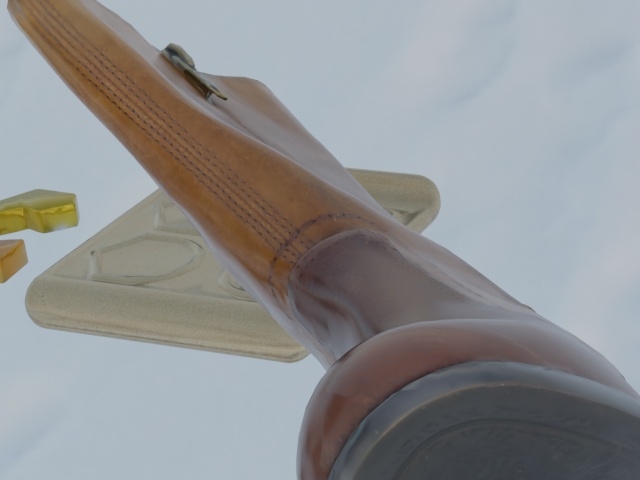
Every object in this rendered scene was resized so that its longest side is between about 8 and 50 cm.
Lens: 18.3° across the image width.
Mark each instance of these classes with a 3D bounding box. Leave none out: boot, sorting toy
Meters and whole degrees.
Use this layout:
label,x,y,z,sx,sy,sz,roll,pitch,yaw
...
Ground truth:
label,x,y,z,sx,sy,sz,roll,pitch,yaw
boot,0.000,0.000,0.585,0.096,0.264,0.280,-49,61,13
sorting toy,-0.097,0.007,1.350,0.307,0.041,0.229,6,29,24
